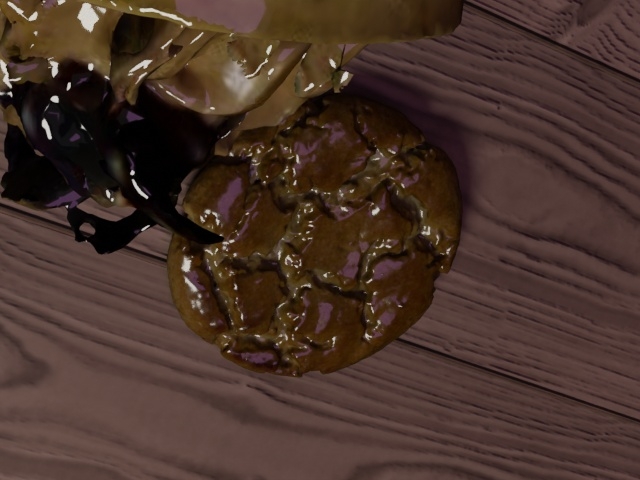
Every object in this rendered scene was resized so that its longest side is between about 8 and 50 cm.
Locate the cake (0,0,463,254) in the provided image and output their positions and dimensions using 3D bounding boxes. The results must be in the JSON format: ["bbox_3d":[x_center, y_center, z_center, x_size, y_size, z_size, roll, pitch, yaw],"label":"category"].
[{"bbox_3d":[-0.078,-0.145,1.158,0.332,0.332,0.321,3,112,-25],"label":"cake"}]

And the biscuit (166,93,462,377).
[{"bbox_3d":[0.000,0.000,1.419,0.226,0.042,0.226,-9,116,-19],"label":"biscuit"}]
